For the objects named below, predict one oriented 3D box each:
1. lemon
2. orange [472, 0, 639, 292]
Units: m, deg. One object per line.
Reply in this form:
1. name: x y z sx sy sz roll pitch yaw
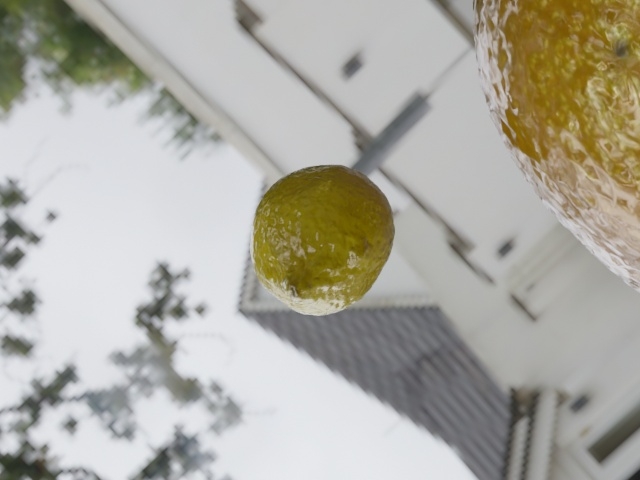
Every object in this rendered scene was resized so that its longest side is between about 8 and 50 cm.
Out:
1. lemon: 0.000 0.000 0.759 0.065 0.065 0.092 44 -145 -15
2. orange: 0.195 -0.089 0.651 0.274 0.274 0.274 45 -171 -9
